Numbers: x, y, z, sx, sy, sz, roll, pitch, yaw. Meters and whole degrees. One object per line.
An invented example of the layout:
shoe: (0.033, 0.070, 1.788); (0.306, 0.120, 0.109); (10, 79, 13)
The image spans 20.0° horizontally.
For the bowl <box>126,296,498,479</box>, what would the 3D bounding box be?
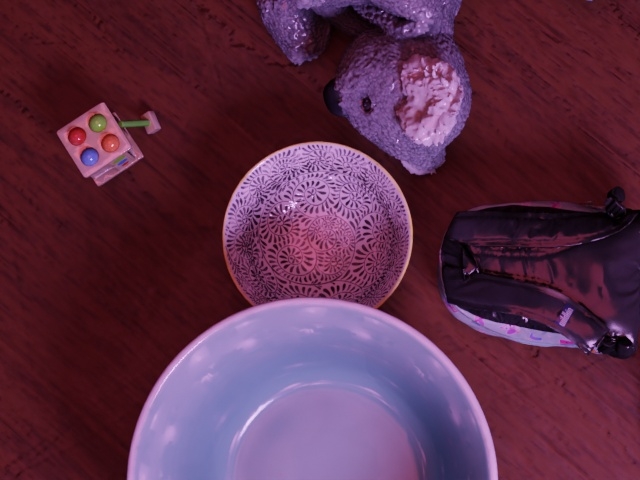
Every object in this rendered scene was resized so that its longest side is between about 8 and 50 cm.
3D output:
bowl: (-0.001, 0.209, 1.576); (0.311, 0.163, 0.312); (-1, 84, 5)

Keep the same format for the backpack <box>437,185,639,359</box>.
backpack: (0.193, 0.033, 1.602); (0.182, 0.115, 0.152); (5, 73, 7)

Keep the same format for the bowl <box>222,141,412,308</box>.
bowl: (0.000, 0.000, 1.642); (0.170, 0.080, 0.170); (-1, 83, 5)

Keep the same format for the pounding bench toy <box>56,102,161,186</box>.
pounding bench toy: (-0.192, -0.098, 1.679); (0.083, 0.065, 0.052); (-33, 81, 1)

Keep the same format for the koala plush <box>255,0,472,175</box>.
koala plush: (0.069, -0.171, 1.605); (0.203, 0.196, 0.221); (-16, 78, -6)
